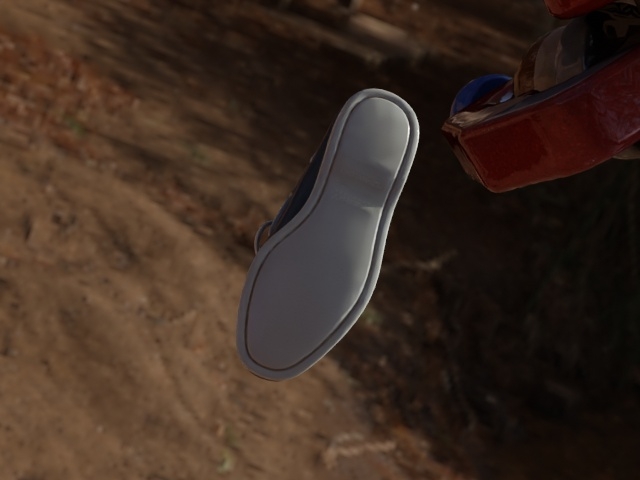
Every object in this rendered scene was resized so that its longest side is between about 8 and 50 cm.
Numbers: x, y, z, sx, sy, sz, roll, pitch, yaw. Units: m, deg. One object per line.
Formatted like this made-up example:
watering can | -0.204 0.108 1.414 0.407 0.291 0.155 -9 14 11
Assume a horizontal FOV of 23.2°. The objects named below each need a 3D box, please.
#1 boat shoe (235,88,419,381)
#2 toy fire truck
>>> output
boat shoe | 0.000 0.000 1.206 0.095 0.254 0.079 22 -23 -5
toy fire truck | 0.192 -0.106 0.843 0.169 0.302 0.254 59 -24 -6
